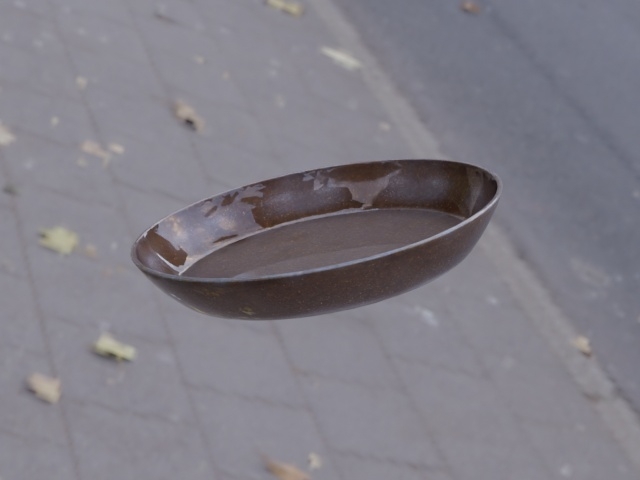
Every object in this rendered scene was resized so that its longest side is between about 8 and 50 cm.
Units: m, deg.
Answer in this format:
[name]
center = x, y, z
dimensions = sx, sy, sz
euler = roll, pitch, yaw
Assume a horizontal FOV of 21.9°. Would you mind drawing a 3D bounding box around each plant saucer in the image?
[plant saucer]
center = 0.000, 0.000, 0.741
dimensions = 0.168, 0.029, 0.168
euler = -10, 17, 3
